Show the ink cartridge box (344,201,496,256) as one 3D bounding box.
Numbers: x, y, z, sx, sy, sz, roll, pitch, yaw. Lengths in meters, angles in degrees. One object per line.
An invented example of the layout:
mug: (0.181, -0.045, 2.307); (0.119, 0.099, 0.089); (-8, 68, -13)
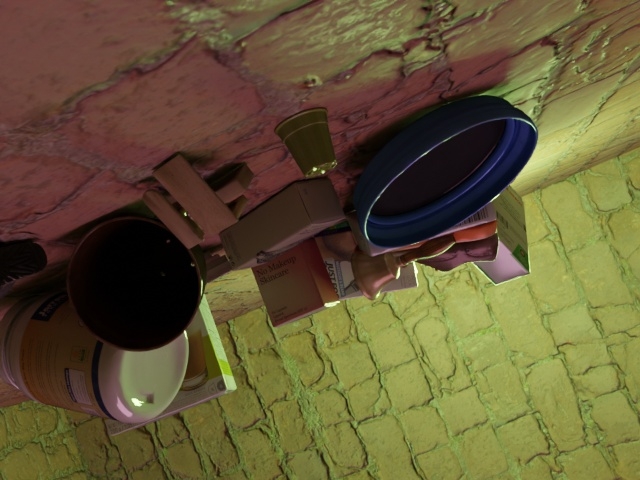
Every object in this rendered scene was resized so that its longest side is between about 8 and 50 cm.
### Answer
ink cartridge box: (0.226, -0.061, 1.704); (0.308, 0.091, 0.385); (-17, -174, -5)

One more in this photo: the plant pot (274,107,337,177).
plant pot: (-0.014, -0.136, 0.974); (0.083, 0.079, 0.083); (-21, 172, -3)

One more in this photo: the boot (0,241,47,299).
boot: (-0.534, 0.070, 1.018); (0.208, 0.076, 0.189); (-20, 173, 36)

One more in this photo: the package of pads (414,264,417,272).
package of pads: (0.197, 0.023, 2.042); (0.101, 0.229, 0.296); (-24, 171, 13)

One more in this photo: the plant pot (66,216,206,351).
plant pot: (-0.284, 0.053, 1.163); (0.215, 0.216, 0.230); (-23, -174, 7)

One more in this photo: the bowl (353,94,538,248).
bowl: (0.239, -0.130, 1.335); (0.391, 0.077, 0.391); (-24, 154, -12)

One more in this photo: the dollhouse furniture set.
dollhouse furniture set: (-0.190, -0.087, 1.016); (0.144, 0.123, 0.151); (-27, -154, 31)

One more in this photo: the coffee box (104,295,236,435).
coffee box: (-0.464, 0.337, 1.963); (0.337, 0.335, 0.338); (-20, 170, -6)

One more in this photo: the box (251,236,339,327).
box: (-0.073, 0.079, 1.674); (0.148, 0.233, 0.127); (-25, 171, 18)

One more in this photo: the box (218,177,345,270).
box: (-0.086, -0.030, 1.420); (0.113, 0.094, 0.275); (-14, 169, -46)

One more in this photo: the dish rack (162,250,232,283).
dish rack: (-0.372, 0.123, 1.564); (0.285, 0.072, 0.333); (-26, -176, 28)

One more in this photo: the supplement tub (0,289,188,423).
supplement tub: (-0.442, 0.214, 1.301); (0.316, 0.229, 0.228); (4, -176, 25)

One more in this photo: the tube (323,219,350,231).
tube: (0.000, 0.000, 1.950); (0.207, 0.080, 0.052); (-18, 150, -7)

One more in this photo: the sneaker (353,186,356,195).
sneaker: (0.185, -0.117, 1.569); (0.282, 0.102, 0.161); (-19, 174, -23)

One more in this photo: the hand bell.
hand bell: (0.207, 0.044, 1.597); (0.242, 0.126, 0.126); (-23, 172, 24)

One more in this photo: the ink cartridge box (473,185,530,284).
ink cartridge box: (0.517, -0.048, 2.019); (0.121, 0.289, 0.211); (-26, 128, 35)

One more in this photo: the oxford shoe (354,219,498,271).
oxford shoe: (0.268, 0.029, 1.707); (0.363, 0.133, 0.130); (-8, -154, 14)

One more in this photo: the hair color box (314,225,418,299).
hair color box: (0.080, 0.058, 1.833); (0.338, 0.185, 0.110); (-11, -173, 2)
